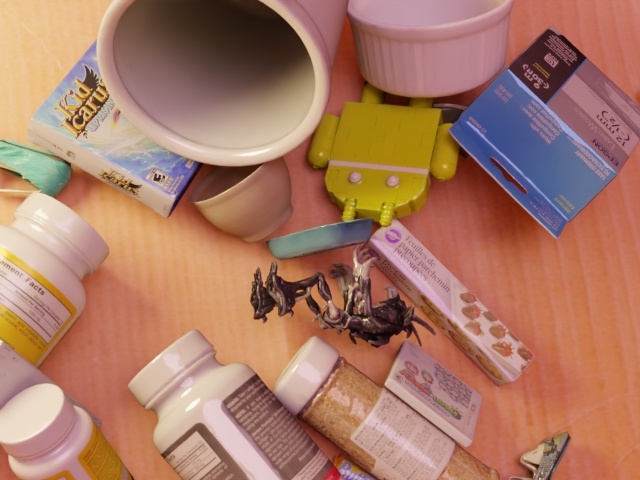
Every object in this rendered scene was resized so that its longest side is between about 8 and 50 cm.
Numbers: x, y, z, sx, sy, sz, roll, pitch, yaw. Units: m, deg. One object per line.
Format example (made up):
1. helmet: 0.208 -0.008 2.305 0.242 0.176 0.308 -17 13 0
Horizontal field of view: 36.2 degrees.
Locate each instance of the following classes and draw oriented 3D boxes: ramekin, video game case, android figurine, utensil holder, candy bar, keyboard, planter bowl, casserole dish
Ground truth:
1. ramekin: 0.182 -0.348 1.619 0.277 0.135 0.277 -5 35 3
2. video game case: -0.279 -0.201 1.528 0.244 0.061 0.269 29 54 -3
3. android figurine: 0.102 -0.143 1.598 0.248 0.056 0.272 9 64 17
4. utensil holder: -0.114 -0.357 1.459 0.328 0.327 0.385 21 47 -7
5. candy bar: 0.084 0.380 1.492 0.161 0.018 0.040 33 68 -3
6. keyboard: -0.385 0.221 1.328 0.014 0.256 0.072 25 69 38
7. planter bowl: -0.110 -0.066 1.524 0.162 0.162 0.109 -41 113 -21
8. casserole dish: 0.000 0.000 1.510 0.114 0.188 0.037 -8 86 -44
9. video game case: 0.178 0.233 1.512 0.157 0.019 0.143 37 25 0

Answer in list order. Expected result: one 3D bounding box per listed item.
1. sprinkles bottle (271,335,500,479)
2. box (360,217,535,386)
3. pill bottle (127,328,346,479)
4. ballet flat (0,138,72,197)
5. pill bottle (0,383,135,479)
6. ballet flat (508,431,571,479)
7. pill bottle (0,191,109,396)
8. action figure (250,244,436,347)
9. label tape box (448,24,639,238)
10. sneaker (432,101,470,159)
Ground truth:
1. sprinkles bottle: 0.096 0.292 1.466 0.355 0.121 0.121 37 68 0
2. box: 0.204 0.100 1.584 0.324 0.067 0.063 45 68 2
3. pill bottle: -0.123 0.286 1.386 0.176 0.176 0.318 -39 85 -21
4. ballet flat: -0.502 -0.125 1.475 0.247 0.083 0.087 21 78 -6
5. pill bottle: -0.339 0.297 1.307 0.119 0.119 0.208 -38 128 -21
6. ballet flat: 0.332 0.372 1.533 0.070 0.070 0.188 32 65 -2
7. pill bottle: -0.451 0.102 1.358 0.188 0.188 0.334 36 68 -1
8. action figure: 0.042 0.084 1.490 0.276 0.164 0.140 12 67 -18
9. label tape box: 0.388 -0.190 1.622 0.249 0.115 0.348 44 40 2
10. sneaker: 0.244 -0.183 1.682 0.192 0.064 0.086 4 72 -13
